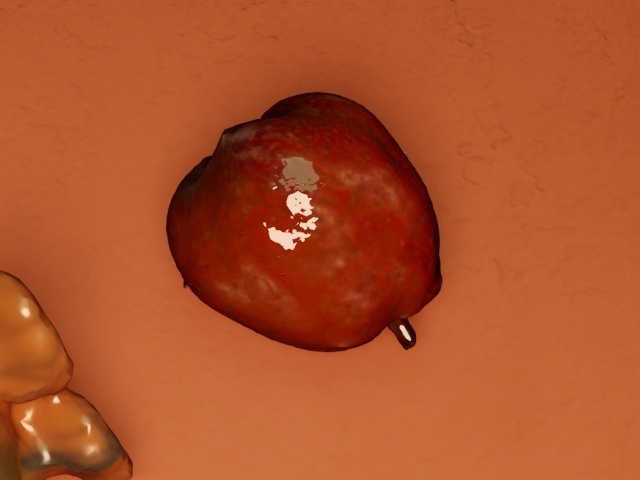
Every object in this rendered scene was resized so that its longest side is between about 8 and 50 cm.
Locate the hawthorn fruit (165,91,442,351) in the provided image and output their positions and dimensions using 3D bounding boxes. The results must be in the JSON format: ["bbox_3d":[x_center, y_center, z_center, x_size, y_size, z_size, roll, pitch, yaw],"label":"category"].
[{"bbox_3d":[0.000,0.000,1.142,0.202,0.185,0.185,45,63,1],"label":"hawthorn fruit"}]

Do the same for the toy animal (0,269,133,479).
[{"bbox_3d":[-0.304,0.166,0.992,0.338,0.216,0.191,-41,44,-22],"label":"toy animal"}]
